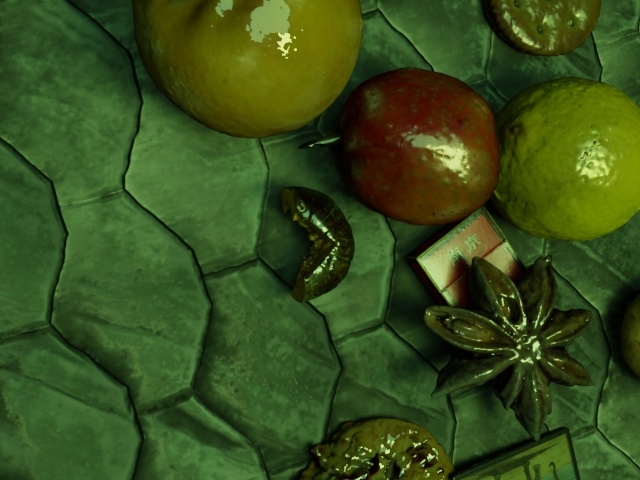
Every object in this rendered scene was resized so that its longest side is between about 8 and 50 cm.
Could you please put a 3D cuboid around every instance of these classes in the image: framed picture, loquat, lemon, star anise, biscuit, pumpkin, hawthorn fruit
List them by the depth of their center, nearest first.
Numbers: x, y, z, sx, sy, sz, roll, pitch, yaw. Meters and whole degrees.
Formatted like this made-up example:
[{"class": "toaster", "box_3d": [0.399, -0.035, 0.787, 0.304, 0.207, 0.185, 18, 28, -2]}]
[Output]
[{"class": "loquat", "box_3d": [-0.102, -0.308, 1.018, 0.329, 0.328, 0.328, 0, 88, -14]}, {"class": "hawthorn fruit", "box_3d": [0.115, -0.137, 1.101, 0.300, 0.254, 0.254, -6, 90, -10]}, {"class": "pumpkin", "box_3d": [0.000, 0.000, 1.132, 0.108, 0.119, 0.183, -9, 96, -12]}, {"class": "star anise", "box_3d": [0.308, 0.175, 1.140, 0.315, 0.108, 0.315, -1, 93, -15]}, {"class": "lemon", "box_3d": [0.400, -0.128, 1.153, 0.293, 0.293, 0.293, 0, 88, -14]}, {"class": "biscuit", "box_3d": [0.093, 0.459, 1.161, 0.289, 0.081, 0.334, 7, 85, -14]}, {"class": "framed picture", "box_3d": [0.369, 0.529, 1.235, 0.265, 0.016, 0.347, -13, 92, -24]}, {"class": "biscuit", "box_3d": [0.395, -0.434, 1.266, 0.221, 0.066, 0.220, 0, 91, -11]}]

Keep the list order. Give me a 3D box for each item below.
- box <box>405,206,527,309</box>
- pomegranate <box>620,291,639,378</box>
[{"class": "box", "box_3d": [0.276, 0.079, 1.219, 0.153, 0.074, 0.239, -37, 97, -7]}, {"class": "pomegranate", "box_3d": [0.645, 0.173, 1.241, 0.215, 0.215, 0.215, 0, 88, -14]}]
